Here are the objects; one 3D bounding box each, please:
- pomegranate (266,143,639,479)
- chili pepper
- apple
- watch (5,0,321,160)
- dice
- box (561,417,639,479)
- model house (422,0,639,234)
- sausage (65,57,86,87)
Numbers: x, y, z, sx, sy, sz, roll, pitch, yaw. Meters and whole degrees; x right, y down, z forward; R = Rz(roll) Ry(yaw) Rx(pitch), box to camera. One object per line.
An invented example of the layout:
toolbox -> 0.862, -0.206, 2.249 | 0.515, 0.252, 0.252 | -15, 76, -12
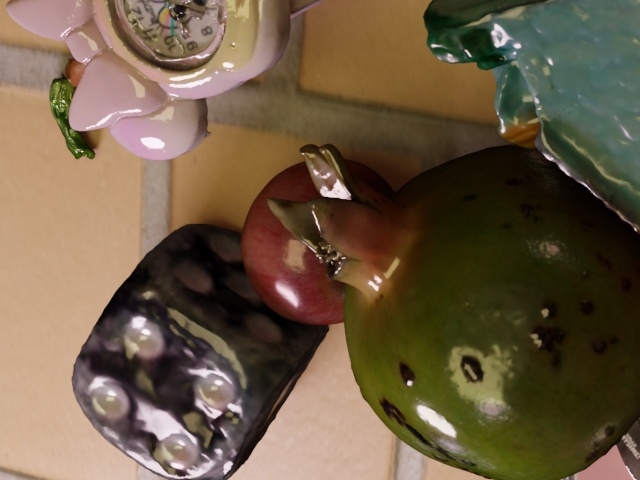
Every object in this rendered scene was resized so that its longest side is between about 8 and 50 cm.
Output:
pomegranate -> 0.116, 0.060, 1.079 | 0.291, 0.323, 0.290 | -14, 74, 59
chili pepper -> -0.246, -0.120, 1.338 | 0.034, 0.030, 0.091 | -11, 109, 1
apple -> 0.000, 0.000, 1.221 | 0.120, 0.153, 0.153 | 21, 121, 47
watch -> -0.090, -0.203, 1.137 | 0.248, 0.217, 0.211 | -20, 101, 32
dice -> -0.112, 0.106, 1.286 | 0.183, 0.181, 0.182 | 35, 117, 6
box -> 0.267, 0.190, 1.194 | 0.135, 0.151, 0.151 | -33, 96, 37
model house -> 0.243, -0.124, 1.017 | 0.230, 0.280, 0.248 | -8, 119, 29
sausage -> -0.170, -0.191, 1.274 | 0.177, 0.040, 0.047 | -31, 98, 30
